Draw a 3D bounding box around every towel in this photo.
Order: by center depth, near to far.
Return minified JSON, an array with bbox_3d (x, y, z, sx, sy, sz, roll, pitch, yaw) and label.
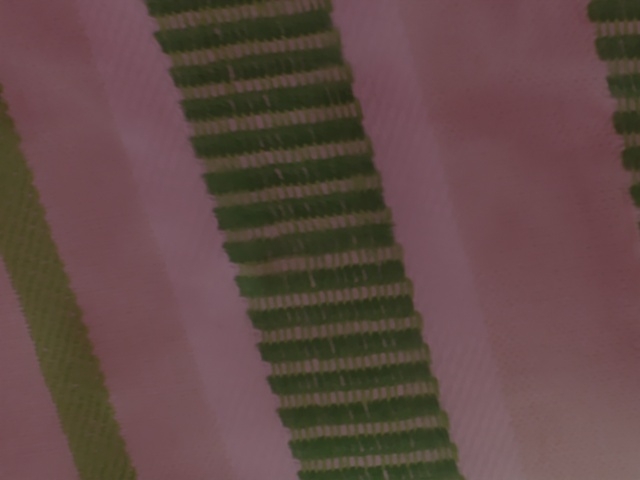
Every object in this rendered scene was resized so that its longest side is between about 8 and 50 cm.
[{"bbox_3d":[0.028,-0.002,0.380,0.038,0.324,0.248,-77,-28,-66],"label":"towel"}]
